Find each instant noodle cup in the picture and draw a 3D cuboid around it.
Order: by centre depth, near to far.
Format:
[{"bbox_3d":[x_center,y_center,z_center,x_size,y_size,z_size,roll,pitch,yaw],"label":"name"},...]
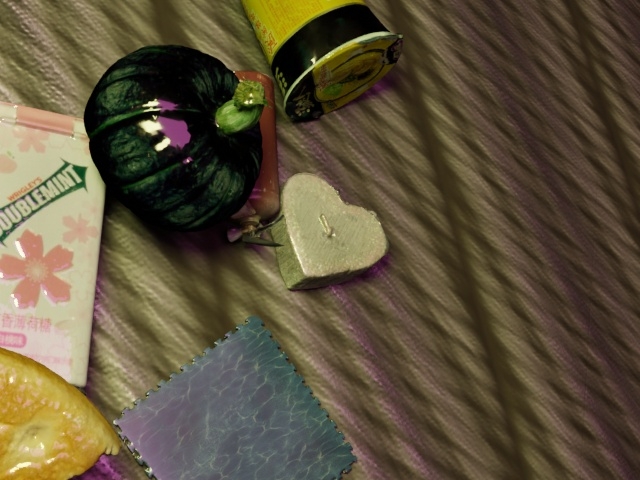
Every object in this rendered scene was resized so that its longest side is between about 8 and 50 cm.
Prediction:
[{"bbox_3d":[-0.015,-0.342,1.390,0.215,0.215,0.236,-22,76,-32],"label":"instant noodle cup"}]

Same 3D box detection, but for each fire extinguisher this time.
[{"bbox_3d":[-0.104,-0.112,1.306,0.104,0.105,0.269,6,69,-25],"label":"fire extinguisher"}]

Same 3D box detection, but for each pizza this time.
[{"bbox_3d":[-0.395,0.200,0.966,0.365,0.074,0.182,15,92,-25],"label":"pizza"}]

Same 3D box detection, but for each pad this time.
[{"bbox_3d":[-0.108,0.275,1.217,0.269,0.012,0.269,-37,91,-32],"label":"pad"}]

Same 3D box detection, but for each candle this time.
[{"bbox_3d":[0.000,0.000,1.340,0.192,0.068,0.169,36,56,-10],"label":"candle"}]

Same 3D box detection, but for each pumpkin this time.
[{"bbox_3d":[-0.160,-0.141,1.140,0.248,0.248,0.248,9,68,-24],"label":"pumpkin"}]

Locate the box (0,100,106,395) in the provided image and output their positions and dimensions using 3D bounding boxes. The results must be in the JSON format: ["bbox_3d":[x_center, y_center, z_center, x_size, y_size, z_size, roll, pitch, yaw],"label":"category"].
[{"bbox_3d":[-0.376,0.019,1.119,0.190,0.112,0.370,11,69,-24],"label":"box"}]
